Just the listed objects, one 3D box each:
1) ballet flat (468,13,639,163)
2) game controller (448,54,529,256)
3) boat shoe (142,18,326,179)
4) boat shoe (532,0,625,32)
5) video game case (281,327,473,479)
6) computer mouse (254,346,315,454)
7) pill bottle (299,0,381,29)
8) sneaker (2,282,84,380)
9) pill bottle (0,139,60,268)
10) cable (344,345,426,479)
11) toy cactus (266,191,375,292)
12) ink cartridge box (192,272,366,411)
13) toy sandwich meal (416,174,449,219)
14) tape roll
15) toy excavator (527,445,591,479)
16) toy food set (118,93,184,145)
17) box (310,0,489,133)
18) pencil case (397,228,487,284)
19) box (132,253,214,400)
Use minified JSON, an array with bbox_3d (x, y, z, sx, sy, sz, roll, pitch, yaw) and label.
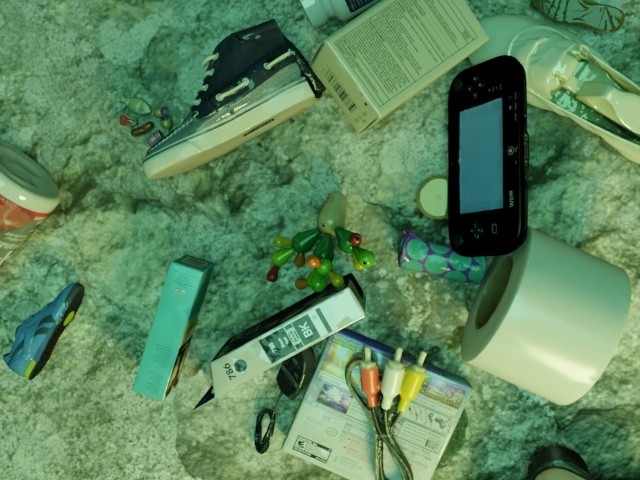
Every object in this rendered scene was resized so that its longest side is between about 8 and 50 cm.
[{"bbox_3d":[0.426,-0.257,1.117,0.400,0.139,0.139,32,98,0],"label":"ballet flat"},{"bbox_3d":[0.269,-0.133,1.111,0.067,0.166,0.319,2,86,-21],"label":"game controller"},{"bbox_3d":[-0.174,-0.242,1.175,0.341,0.127,0.158,-27,89,-2],"label":"boat shoe"},{"bbox_3d":[0.431,-0.388,1.150,0.153,0.048,0.056,18,110,9],"label":"boat shoe"},{"bbox_3d":[0.100,0.315,1.237,0.270,0.061,0.244,23,98,1],"label":"video game case"},{"bbox_3d":[-0.063,0.288,1.243,0.041,0.071,0.242,8,117,-38],"label":"computer mouse"},{"bbox_3d":[0.056,-0.433,1.134,0.194,0.108,0.108,-28,94,6],"label":"pill bottle"},{"bbox_3d":[-0.516,0.156,1.262,0.082,0.069,0.209,34,98,4],"label":"sneaker"},{"bbox_3d":[-0.624,-0.014,1.196,0.176,0.176,0.318,44,98,-1],"label":"pill bottle"},{"bbox_3d":[0.103,0.312,1.170,0.140,0.072,0.287,4,96,9],"label":"cable"},{"bbox_3d":[0.000,0.000,1.181,0.112,0.219,0.180,30,64,-36],"label":"toy cactus"},{"bbox_3d":[-0.077,0.169,1.183,0.333,0.165,0.065,-31,93,6],"label":"ink cartridge box"},{"bbox_3d":[0.210,-0.075,1.204,0.086,0.029,0.085,0,94,7],"label":"toy sandwich meal"},{"bbox_3d":[0.355,0.119,1.106,0.169,0.246,0.246,24,97,1],"label":"tape roll"},{"bbox_3d":[0.336,0.587,1.192,0.433,0.222,0.445,27,106,2],"label":"toy excavator"},{"bbox_3d":[-0.312,-0.211,1.230,0.122,0.019,0.077,17,97,2],"label":"toy food set"},{"bbox_3d":[0.123,-0.304,1.102,0.232,0.127,0.148,-37,93,-12],"label":"box"},{"bbox_3d":[0.212,0.029,1.196,0.152,0.064,0.070,11,113,2],"label":"pencil case"},{"bbox_3d":[-0.262,0.153,1.226,0.060,0.100,0.244,18,98,1],"label":"box"}]
